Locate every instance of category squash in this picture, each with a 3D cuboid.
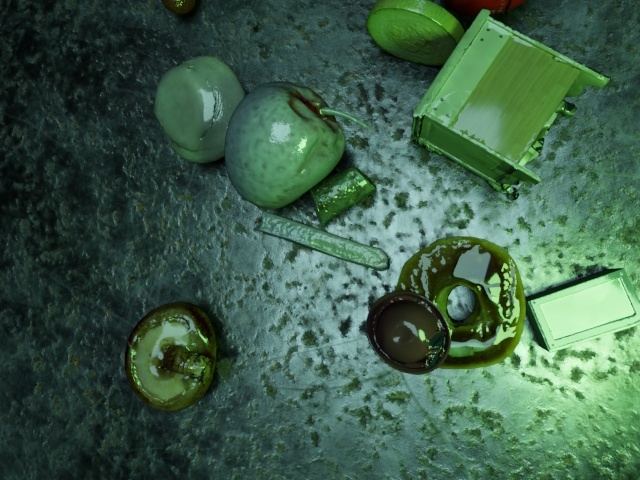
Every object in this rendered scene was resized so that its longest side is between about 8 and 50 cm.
[{"bbox_3d":[0.237,-0.520,1.087,0.252,0.252,0.049,24,92,13],"label":"squash"}]

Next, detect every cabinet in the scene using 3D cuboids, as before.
[{"bbox_3d":[0.430,-0.309,1.045,0.318,0.227,0.290,33,92,10],"label":"cabinet"}]

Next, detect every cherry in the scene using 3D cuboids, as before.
[{"bbox_3d":[-0.098,-0.235,1.103,0.291,0.326,0.335,32,95,-16],"label":"cherry"}]

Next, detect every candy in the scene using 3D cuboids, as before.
[{"bbox_3d":[-0.323,-0.368,1.230,0.295,0.185,0.295,3,99,18],"label":"candy"}]

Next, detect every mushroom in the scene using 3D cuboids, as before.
[{"bbox_3d":[-0.401,0.319,1.209,0.278,0.163,0.297,10,87,21],"label":"mushroom"}]

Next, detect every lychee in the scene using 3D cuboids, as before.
[{"bbox_3d":[-0.427,-0.754,1.327,0.101,0.140,0.114,47,139,-18],"label":"lychee"}]

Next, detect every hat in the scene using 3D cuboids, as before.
[{"bbox_3d":[0.194,0.216,1.005,0.205,0.089,0.205,1,91,29],"label":"hat"}]

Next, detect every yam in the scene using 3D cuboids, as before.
[{"bbox_3d":[0.053,-0.131,1.175,0.183,0.107,0.107,-29,80,6],"label":"yam"}]

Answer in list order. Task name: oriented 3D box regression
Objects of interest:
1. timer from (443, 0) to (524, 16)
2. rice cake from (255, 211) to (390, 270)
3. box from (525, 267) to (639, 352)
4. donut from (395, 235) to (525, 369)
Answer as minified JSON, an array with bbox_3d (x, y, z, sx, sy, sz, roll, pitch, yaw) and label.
[{"bbox_3d":[0.400,-0.731,1.003,0.279,0.378,0.378,-6,84,17],"label":"timer"},{"bbox_3d":[0.001,0.000,1.190,0.399,0.070,0.064,18,86,12],"label":"rice cake"},{"bbox_3d":[0.621,0.165,1.035,0.225,0.086,0.129,-22,82,9],"label":"box"},{"bbox_3d":[0.345,0.153,1.071,0.330,0.160,0.330,0,90,23],"label":"donut"}]
